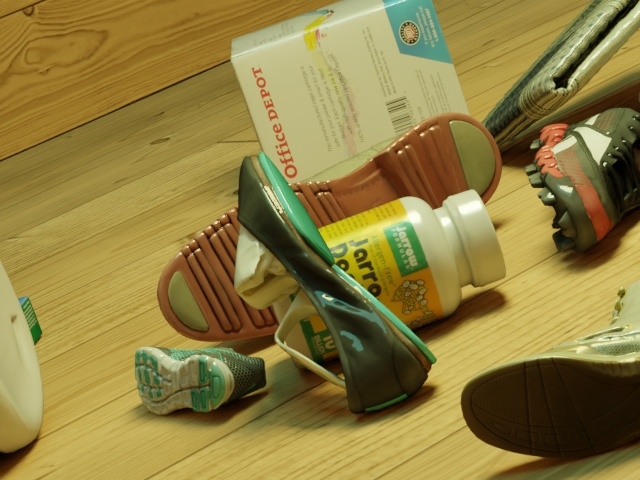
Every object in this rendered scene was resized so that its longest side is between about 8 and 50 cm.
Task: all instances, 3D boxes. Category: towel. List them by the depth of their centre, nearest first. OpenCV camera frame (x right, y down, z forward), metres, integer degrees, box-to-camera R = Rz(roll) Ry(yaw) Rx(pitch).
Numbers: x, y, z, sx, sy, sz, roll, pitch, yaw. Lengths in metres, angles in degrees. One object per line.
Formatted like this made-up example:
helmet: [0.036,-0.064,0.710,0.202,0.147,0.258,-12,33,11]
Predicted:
towel: [0.319,-0.236,2.231,0.324,0.056,0.312,-48,2,-17]

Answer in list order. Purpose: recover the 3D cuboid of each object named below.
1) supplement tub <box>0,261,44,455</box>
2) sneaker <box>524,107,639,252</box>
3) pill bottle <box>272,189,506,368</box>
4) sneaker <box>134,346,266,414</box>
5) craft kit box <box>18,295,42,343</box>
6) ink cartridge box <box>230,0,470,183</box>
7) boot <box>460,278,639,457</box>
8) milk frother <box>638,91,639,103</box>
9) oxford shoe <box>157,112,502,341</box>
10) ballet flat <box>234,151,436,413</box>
supplement tub: [-0.444,0.132,1.817,0.316,0.228,0.228,-19,13,4]
sneaker: [0.274,-0.066,1.863,0.135,0.097,0.276,-19,12,13]
pill bottle: [0.057,0.030,1.751,0.208,0.117,0.117,-20,13,-2]
sneaker: [-0.110,0.125,1.766,0.076,0.065,0.166,-9,8,-36]
craft kit box: [-0.454,0.154,2.123,0.247,0.061,0.250,-14,14,11]
ink cartridge box: [0.036,-0.207,2.547,0.270,0.198,0.197,-19,14,2]
boot: [0.211,0.086,1.400,0.213,0.077,0.165,-12,15,11]
milk frother: [0.435,-0.177,2.096,0.143,0.129,0.134,15,62,21]
oxford shoe: [0.000,0.000,1.961,0.397,0.140,0.146,-24,2,-24]
ballet flat: [-0.015,0.038,1.634,0.096,0.095,0.280,-40,55,0]
